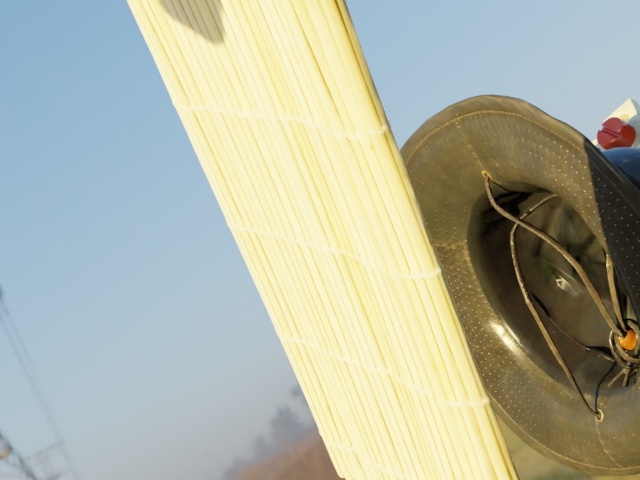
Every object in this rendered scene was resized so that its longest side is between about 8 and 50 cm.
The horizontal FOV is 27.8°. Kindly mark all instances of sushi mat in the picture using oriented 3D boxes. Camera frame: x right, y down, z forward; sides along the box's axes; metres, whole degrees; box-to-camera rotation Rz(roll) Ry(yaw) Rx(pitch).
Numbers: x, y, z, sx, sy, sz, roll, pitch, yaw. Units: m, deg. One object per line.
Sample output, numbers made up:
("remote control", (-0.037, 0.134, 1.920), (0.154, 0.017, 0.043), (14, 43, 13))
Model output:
("sushi mat", (0.000, 0.000, 0.573), (0.019, 0.317, 0.151), (-35, 26, -26))

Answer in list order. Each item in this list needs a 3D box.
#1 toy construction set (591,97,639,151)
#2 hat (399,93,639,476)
("toy construction set", (0.397, -0.084, 1.165), (0.327, 0.151, 0.215), (11, -11, -34))
("hat", (0.197, 0.012, 0.937), (0.134, 0.331, 0.331), (-33, -7, -24))
